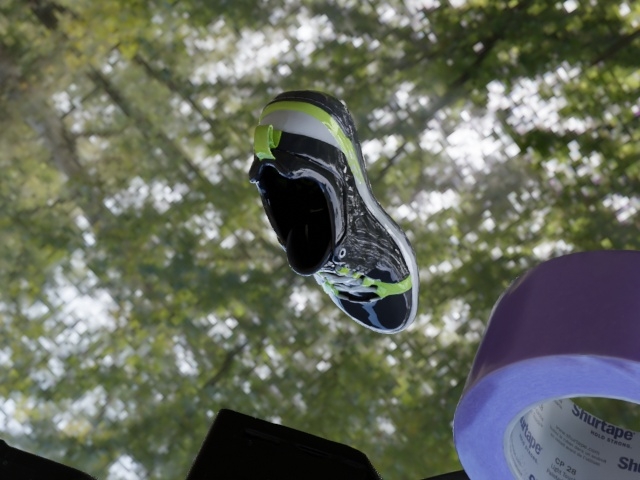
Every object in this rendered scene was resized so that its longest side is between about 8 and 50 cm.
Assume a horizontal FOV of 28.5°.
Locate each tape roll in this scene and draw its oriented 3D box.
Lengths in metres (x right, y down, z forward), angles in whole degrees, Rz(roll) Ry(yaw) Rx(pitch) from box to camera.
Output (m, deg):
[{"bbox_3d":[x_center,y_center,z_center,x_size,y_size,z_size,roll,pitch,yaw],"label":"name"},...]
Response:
[{"bbox_3d":[0.175,0.099,0.707,0.189,0.189,0.080,-19,-149,40],"label":"tape roll"}]

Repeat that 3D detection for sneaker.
[{"bbox_3d":[0.000,0.000,0.913,0.084,0.234,0.097,-4,-138,29],"label":"sneaker"}]

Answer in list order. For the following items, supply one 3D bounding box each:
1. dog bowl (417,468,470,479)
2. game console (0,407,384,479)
[{"bbox_3d":[0.138,0.350,0.999,0.408,0.408,0.150,-30,-137,20],"label":"dog bowl"},{"bbox_3d":[-0.140,0.170,0.726,0.361,0.044,0.213,17,-134,10],"label":"game console"}]
